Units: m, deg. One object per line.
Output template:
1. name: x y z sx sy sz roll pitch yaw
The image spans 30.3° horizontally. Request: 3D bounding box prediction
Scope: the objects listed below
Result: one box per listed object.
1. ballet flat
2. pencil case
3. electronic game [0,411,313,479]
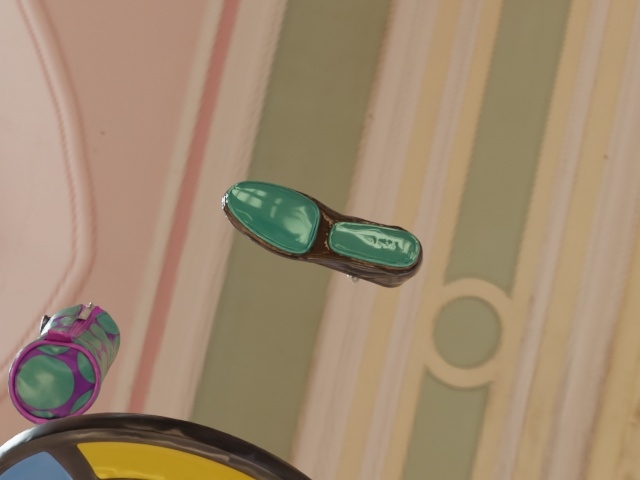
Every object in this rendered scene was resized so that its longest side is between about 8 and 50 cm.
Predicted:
1. ballet flat: 0.000 0.000 1.156 0.203 0.074 0.074 17 -93 4
2. pencil case: -0.186 0.087 0.872 0.064 0.152 0.070 13 -85 -6
3. electronic game: -0.081 0.178 0.640 0.229 0.229 0.048 -17 -148 24
